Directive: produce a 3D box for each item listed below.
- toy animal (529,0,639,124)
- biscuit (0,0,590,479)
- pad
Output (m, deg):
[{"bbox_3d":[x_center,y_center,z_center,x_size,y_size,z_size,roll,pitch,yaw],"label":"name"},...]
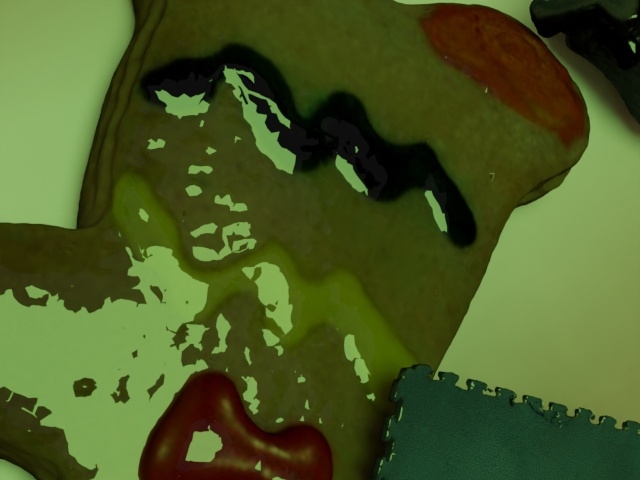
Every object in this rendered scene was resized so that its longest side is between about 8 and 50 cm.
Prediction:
[{"bbox_3d":[0.214,-0.118,0.803,0.210,0.117,0.121,52,58,-39],"label":"toy animal"},{"bbox_3d":[0.000,0.000,0.657,0.368,0.076,0.394,30,66,-17],"label":"biscuit"},{"bbox_3d":[0.116,0.221,0.654,0.270,0.012,0.268,20,80,-31],"label":"pad"}]
